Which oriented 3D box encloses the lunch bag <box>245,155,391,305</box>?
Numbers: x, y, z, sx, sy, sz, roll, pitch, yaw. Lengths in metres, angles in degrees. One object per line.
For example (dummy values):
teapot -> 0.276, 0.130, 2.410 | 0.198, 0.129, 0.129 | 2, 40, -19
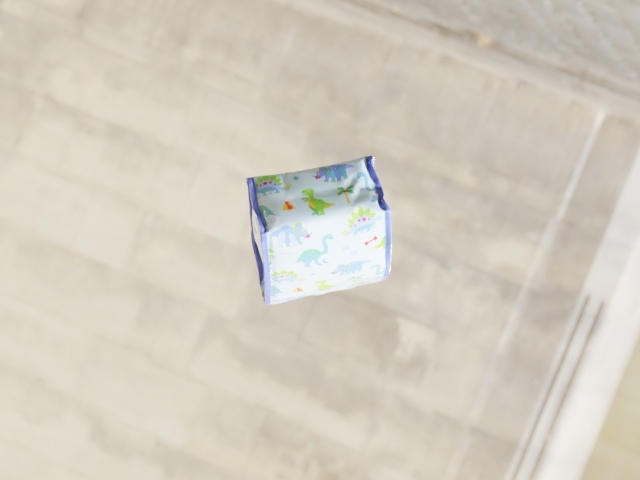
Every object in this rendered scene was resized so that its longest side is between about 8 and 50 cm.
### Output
lunch bag -> 0.000, 0.000, 1.595 | 0.129, 0.096, 0.151 | -11, 139, -4
